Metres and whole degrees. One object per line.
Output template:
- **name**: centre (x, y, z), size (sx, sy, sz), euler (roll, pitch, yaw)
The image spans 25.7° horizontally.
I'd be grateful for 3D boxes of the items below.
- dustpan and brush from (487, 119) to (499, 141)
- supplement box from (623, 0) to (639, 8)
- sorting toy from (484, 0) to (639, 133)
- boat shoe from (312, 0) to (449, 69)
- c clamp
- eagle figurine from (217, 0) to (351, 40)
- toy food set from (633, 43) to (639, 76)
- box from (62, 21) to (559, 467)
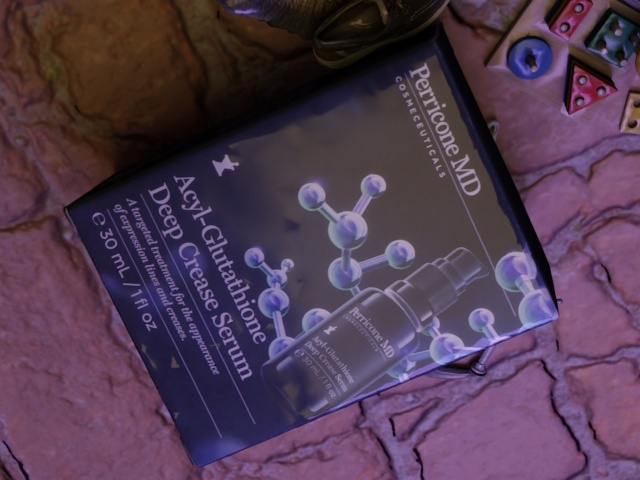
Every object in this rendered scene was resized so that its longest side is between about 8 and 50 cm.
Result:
- **dustpan and brush**: centre (0.149, -0.035, 1.537), size (0.147, 0.060, 0.211), euler (13, 126, -23)
- **supplement box**: centre (0.307, -0.269, 1.377), size (0.083, 0.083, 0.056), euler (30, 99, -19)
- **sorting toy**: centre (0.270, -0.191, 1.450), size (0.275, 0.046, 0.132), euler (27, 116, -17)
- **boat shoe**: centre (0.060, -0.216, 1.336), size (0.152, 0.049, 0.056), euler (-35, 76, -2)
- **c clamp**: centre (0.184, 0.113, 1.620), size (0.137, 0.022, 0.160), euler (13, 131, -20)
- **eagle figurine**: centre (-0.036, -0.311, 1.289), size (0.298, 0.226, 0.225), euler (18, 98, -7)
- **toy food set**: centre (0.391, -0.222, 1.413), size (0.218, 0.071, 0.128), euler (-42, 136, -8)
- **box**: centre (0.000, 0.000, 1.411), size (0.396, 0.212, 0.293), euler (-24, 99, 10)
